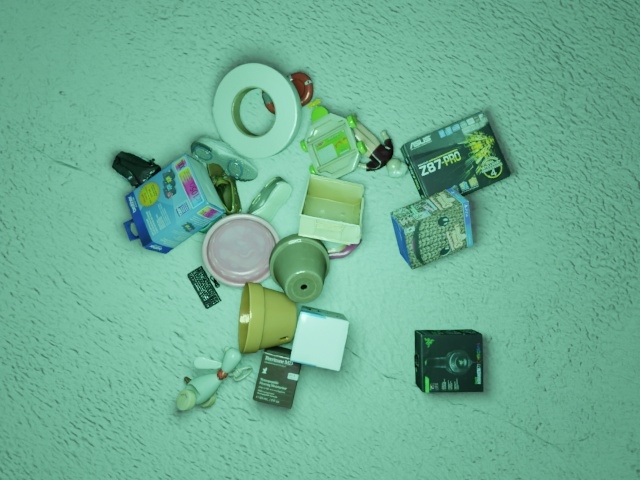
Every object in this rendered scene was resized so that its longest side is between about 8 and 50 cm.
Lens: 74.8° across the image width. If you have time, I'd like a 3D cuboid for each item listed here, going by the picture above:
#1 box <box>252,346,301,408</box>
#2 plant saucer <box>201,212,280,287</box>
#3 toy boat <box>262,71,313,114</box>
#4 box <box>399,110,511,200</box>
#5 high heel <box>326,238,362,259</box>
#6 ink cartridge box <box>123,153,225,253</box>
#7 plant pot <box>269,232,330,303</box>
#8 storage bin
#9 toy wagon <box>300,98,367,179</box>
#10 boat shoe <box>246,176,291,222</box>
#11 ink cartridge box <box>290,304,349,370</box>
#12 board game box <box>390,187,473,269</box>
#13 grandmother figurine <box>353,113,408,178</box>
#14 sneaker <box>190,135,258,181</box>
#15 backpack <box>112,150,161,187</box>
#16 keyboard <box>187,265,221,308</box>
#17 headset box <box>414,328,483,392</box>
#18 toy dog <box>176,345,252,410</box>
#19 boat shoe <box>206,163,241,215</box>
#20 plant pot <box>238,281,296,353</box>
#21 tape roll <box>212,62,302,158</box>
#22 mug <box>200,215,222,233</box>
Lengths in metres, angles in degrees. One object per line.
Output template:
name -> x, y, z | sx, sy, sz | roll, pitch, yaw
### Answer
box -> -0.178, 0.570, 1.774 | 0.168, 0.167, 0.204 | 13, 87, -1
plant saucer -> -0.334, 0.036, 1.784 | 0.331, 0.084, 0.333 | -5, 111, -12
toy boat -> -0.143, -0.656, 1.829 | 0.230, 0.151, 0.151 | -20, 89, -2
box -> 0.598, -0.350, 1.866 | 0.394, 0.097, 0.319 | -22, 87, -1
high heel -> 0.058, 0.032, 1.845 | 0.244, 0.082, 0.117 | -33, 100, 10
ink cartridge box -> -0.628, -0.131, 1.740 | 0.395, 0.151, 0.270 | -33, 69, 11
plant pot -> -0.075, 0.133, 1.700 | 0.262, 0.229, 0.263 | -4, 114, -8
storage bin -> 0.053, -0.129, 1.760 | 0.260, 0.123, 0.263 | 11, 46, -1
toy wagon -> 0.042, -0.444, 1.820 | 0.267, 0.068, 0.345 | -21, 88, 27
boat shoe -> -0.252, -0.148, 1.838 | 0.305, 0.109, 0.091 | -48, 49, 8
ink cartridge box -> -0.006, 0.394, 1.734 | 0.197, 0.270, 0.198 | 12, 86, -1
board game box -> 0.473, -0.049, 1.777 | 0.290, 0.141, 0.232 | -22, 124, -2
grandmother figurine -> 0.240, -0.395, 1.859 | 0.342, 0.104, 0.208 | 39, 96, 3
sneaker -> -0.395, -0.361, 1.788 | 0.297, 0.129, 0.111 | 30, 130, -15
backpack -> -0.804, -0.303, 1.817 | 0.181, 0.115, 0.152 | 27, 75, 1
keyboard -> -0.503, 0.202, 1.851 | 0.108, 0.023, 0.180 | -30, 90, -3
headset box -> 0.541, 0.516, 1.814 | 0.282, 0.131, 0.247 | 1, 87, -1
toy dog -> -0.473, 0.565, 1.774 | 0.333, 0.220, 0.161 | -39, 58, -10
boat shoe -> -0.421, -0.255, 1.829 | 0.110, 0.104, 0.308 | -24, 88, -1
plant pot -> -0.221, 0.322, 1.744 | 0.203, 0.291, 0.291 | 6, 88, -19
tape roll -> -0.272, -0.546, 1.784 | 0.391, 0.072, 0.393 | 5, 108, 15
mug -> -0.495, -0.107, 1.819 | 0.129, 0.097, 0.158 | -14, 73, 16
